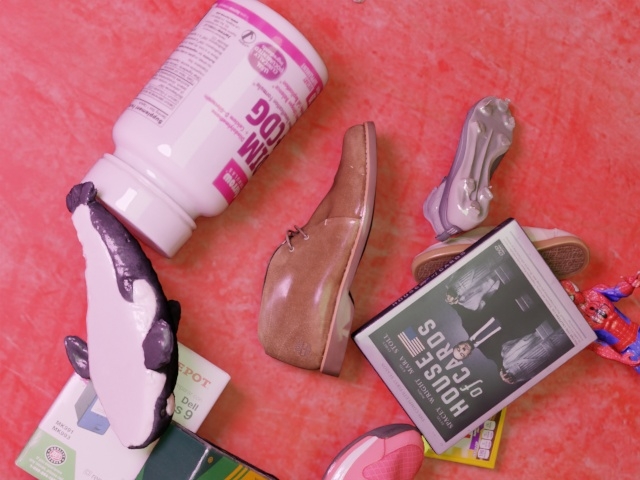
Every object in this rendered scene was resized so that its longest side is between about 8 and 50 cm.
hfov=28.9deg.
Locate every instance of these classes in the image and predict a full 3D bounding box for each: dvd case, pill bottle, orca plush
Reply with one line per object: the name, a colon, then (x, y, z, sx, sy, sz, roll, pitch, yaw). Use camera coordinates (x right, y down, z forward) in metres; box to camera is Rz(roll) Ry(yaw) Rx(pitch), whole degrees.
dvd case: (0.182, 0.114, 1.470, 0.238, 0.029, 0.179, -36, 97, -3)
pill bottle: (-0.134, -0.129, 1.418, 0.160, 0.160, 0.283, 39, 81, -5)
orca plush: (-0.206, 0.077, 1.357, 0.151, 0.102, 0.287, -35, 75, 33)

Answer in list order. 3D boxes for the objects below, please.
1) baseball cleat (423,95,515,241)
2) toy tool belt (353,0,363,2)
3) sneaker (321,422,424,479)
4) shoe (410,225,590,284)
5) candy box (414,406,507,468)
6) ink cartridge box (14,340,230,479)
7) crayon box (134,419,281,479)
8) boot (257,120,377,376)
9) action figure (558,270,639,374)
baseball cleat: (0.174, -0.089, 1.514, 0.072, 0.109, 0.206, 37, 50, -16)
toy tool belt: (0.065, -0.334, 1.523, 0.083, 0.051, 0.052, -42, 93, -10)
sneaker: (0.041, 0.349, 1.392, 0.136, 0.116, 0.314, 25, 63, 35)
shoe: (0.217, 0.021, 1.523, 0.219, 0.058, 0.077, -5, 124, -3)
candy box: (0.180, 0.167, 1.505, 0.105, 0.027, 0.206, 11, 91, -6)
ink cartridge box: (-0.223, 0.201, 1.411, 0.154, 0.093, 0.212, 34, 79, -5)
crayon box: (-0.164, 0.382, 1.364, 0.202, 0.081, 0.319, 39, 79, -44)
boot: (0.000, 0.000, 1.464, 0.115, 0.112, 0.305, 13, 86, 2)
action figure: (0.407, 0.131, 1.506, 0.280, 0.139, 0.091, 35, 80, -3)
